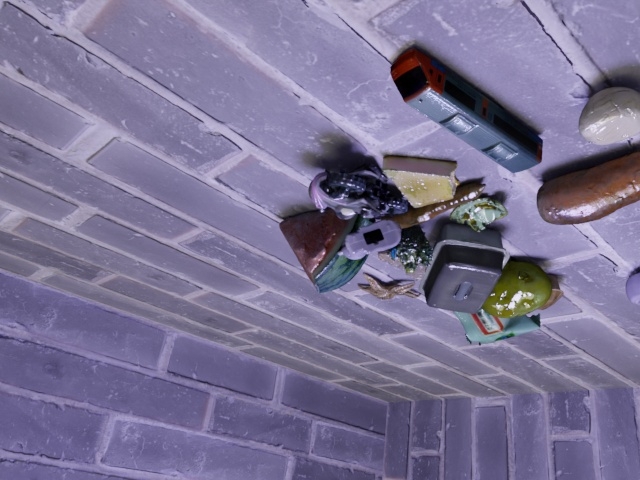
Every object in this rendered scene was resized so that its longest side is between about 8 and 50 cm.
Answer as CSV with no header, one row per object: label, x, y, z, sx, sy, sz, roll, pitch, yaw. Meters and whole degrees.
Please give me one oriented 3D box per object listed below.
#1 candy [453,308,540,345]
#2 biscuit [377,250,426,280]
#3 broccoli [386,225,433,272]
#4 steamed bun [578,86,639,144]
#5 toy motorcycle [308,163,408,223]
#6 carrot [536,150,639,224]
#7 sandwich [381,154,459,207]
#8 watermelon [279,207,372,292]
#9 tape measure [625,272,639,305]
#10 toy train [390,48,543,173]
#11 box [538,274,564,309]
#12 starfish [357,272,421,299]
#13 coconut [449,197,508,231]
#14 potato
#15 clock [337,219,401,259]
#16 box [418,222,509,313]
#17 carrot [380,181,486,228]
candy,0.618,0.242,2.073,0.263,0.172,0.398,-26,119,33
biscuit,0.325,0.081,1.929,0.250,0.032,0.133,30,145,-35
broccoli,0.265,0.028,1.683,0.167,0.154,0.160,5,137,20
steamed bun,0.587,-0.258,1.117,0.113,0.090,0.130,24,146,-38
toy motorcycle,0.094,-0.121,1.492,0.188,0.143,0.327,-2,168,36
carrot,0.672,-0.121,1.325,0.139,0.138,0.302,27,148,-33
sandwich,0.273,-0.166,1.430,0.163,0.058,0.193,-14,144,33
watermelon,0.031,0.029,1.743,0.293,0.283,0.250,17,152,48
tape measure,1.081,0.142,1.772,0.179,0.105,0.196,11,156,-23
toy train,0.318,-0.264,1.188,0.410,0.089,0.086,23,155,-29
box,0.774,0.188,1.937,0.111,0.111,0.177,5,153,5
starfish,0.262,0.192,2.161,0.277,0.062,0.236,17,158,-26
coconut,0.443,-0.078,1.554,0.158,0.055,0.133,1,154,17
potato,0.634,0.162,1.839,0.254,0.186,0.148,-2,-164,29
clock,0.138,0.000,1.547,0.176,0.079,0.117,-18,172,-16
box,0.438,0.091,1.716,0.221,0.166,0.290,9,141,1
carrot,0.314,-0.092,1.554,0.342,0.070,0.070,-20,142,41
